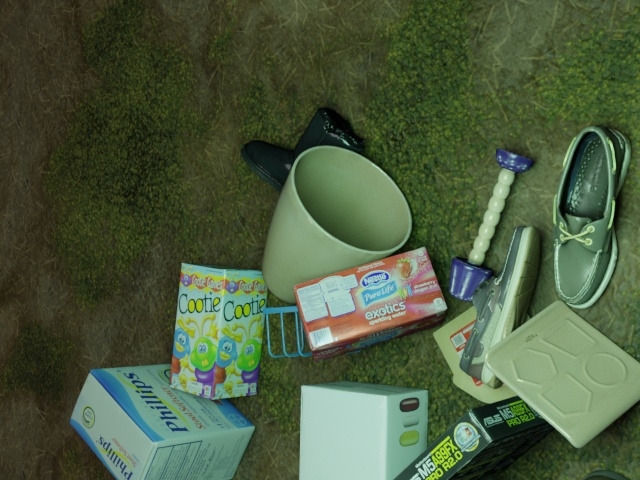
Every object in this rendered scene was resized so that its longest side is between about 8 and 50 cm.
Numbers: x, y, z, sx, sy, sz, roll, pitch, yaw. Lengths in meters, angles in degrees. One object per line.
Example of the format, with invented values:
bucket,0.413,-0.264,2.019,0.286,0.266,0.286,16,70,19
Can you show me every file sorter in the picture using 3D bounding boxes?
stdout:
file sorter,-0.011,0.179,1.777,0.170,0.118,0.104,-8,85,39

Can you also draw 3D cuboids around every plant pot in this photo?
plant pot,0.000,0.000,1.725,0.274,0.257,0.256,-52,56,42

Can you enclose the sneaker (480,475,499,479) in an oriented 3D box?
sneaker,0.321,0.531,1.470,0.163,0.106,0.281,9,107,6

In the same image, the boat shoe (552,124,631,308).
boat shoe,0.432,-0.039,1.446,0.109,0.091,0.304,13,94,39

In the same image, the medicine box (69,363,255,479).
medicine box,-0.343,0.403,1.915,0.263,0.289,0.149,36,109,35

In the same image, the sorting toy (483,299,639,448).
sorting toy,0.399,0.213,1.418,0.208,0.193,0.038,45,153,30

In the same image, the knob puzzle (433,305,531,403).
knob puzzle,0.316,0.204,1.559,0.213,0.030,0.213,-4,82,34

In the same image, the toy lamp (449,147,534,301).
toy lamp,0.298,-0.024,1.567,0.080,0.080,0.274,27,101,37

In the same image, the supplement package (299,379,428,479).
supplement package,0.080,0.408,1.664,0.204,0.145,0.261,-1,86,39

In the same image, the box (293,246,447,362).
box,0.090,0.120,1.614,0.257,0.122,0.128,-17,71,-3

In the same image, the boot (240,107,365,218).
boot,-0.036,-0.195,1.837,0.246,0.094,0.207,44,117,25

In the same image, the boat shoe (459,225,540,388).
boat shoe,0.302,0.107,1.501,0.092,0.103,0.285,17,100,29

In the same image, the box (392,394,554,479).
box,0.262,0.338,1.430,0.216,0.270,0.060,-50,60,31

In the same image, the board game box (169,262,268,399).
board game box,-0.222,0.194,1.928,0.144,0.142,0.275,6,90,39

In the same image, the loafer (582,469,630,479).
loafer,0.521,0.486,1.306,0.366,0.130,0.133,29,104,37
